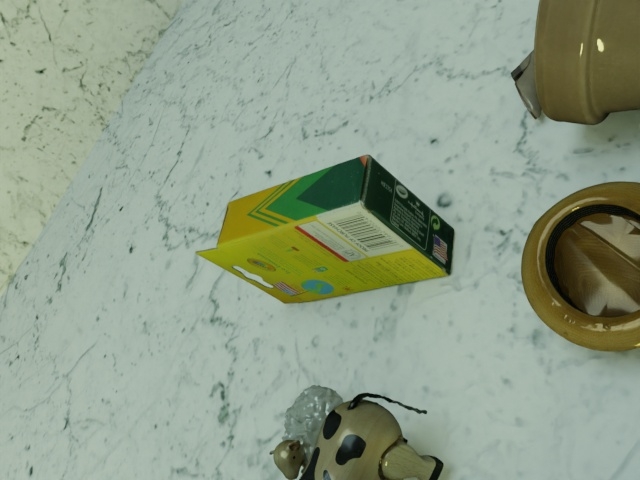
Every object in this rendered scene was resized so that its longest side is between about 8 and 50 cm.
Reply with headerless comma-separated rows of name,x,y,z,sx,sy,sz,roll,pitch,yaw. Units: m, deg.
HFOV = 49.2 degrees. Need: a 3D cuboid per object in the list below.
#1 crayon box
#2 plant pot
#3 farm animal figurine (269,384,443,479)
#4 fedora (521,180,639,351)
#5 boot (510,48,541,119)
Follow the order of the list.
crayon box,0.000,0.000,0.993,0.318,0.202,0.081,-14,53,39
plant pot,0.389,-0.244,0.761,0.229,0.263,0.263,16,75,31
farm animal figurine,0.016,0.315,0.747,0.330,0.172,0.327,-8,57,52
fedora,0.312,0.032,0.744,0.194,0.079,0.194,-20,56,32
boot,0.312,-0.228,0.960,0.087,0.042,0.118,-31,45,25
